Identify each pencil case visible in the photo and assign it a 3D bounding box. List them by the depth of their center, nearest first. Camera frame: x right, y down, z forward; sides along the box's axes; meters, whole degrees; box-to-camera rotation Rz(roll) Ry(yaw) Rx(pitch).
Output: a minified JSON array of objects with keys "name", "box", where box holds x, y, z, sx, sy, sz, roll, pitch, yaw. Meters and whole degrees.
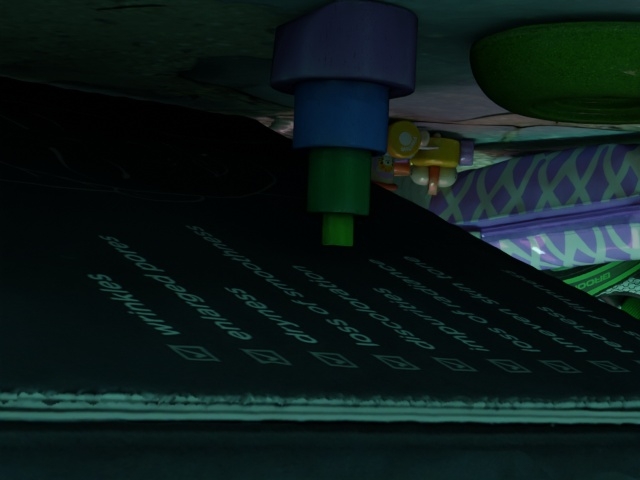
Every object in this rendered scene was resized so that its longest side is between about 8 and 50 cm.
[{"name":"pencil case","box":[0.168,-0.021,0.961,0.206,0.086,0.088,-11,179,39]}]

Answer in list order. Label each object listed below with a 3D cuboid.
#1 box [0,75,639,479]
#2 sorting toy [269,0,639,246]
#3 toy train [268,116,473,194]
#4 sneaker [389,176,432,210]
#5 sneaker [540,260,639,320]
[{"name":"box","box":[-0.136,0.105,0.655,0.471,0.297,0.480,8,-165,-38]},{"name":"sorting toy","box":[0.154,-0.029,0.643,0.365,0.126,0.127,3,177,-14]},{"name":"toy train","box":[0.038,-0.054,0.978,0.125,0.046,0.166,1,176,29]},{"name":"sneaker","box":[0.015,-0.036,1.144,0.094,0.090,0.235,21,-175,30]},{"name":"sneaker","box":[0.305,0.019,1.105,0.343,0.146,0.134,4,178,-15]}]
